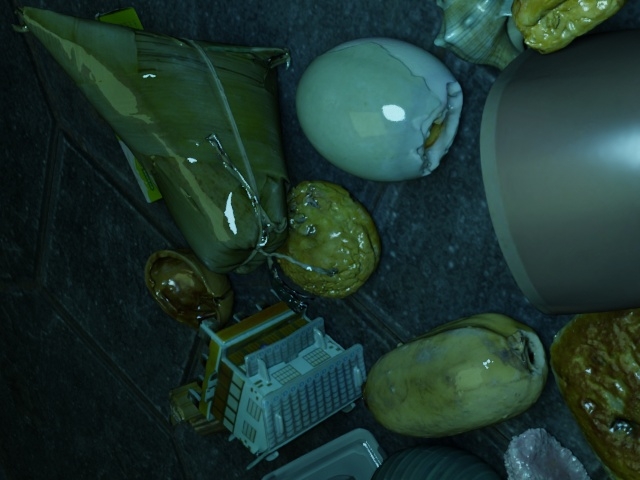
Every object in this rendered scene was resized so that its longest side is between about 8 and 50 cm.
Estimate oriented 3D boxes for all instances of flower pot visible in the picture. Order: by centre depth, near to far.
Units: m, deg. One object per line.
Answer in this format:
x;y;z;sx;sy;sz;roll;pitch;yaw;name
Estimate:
0.181;0.403;1.468;0.243;0.157;0.189;4;116;43;flower pot

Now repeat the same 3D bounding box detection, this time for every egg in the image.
0.064;-0.171;1.240;0.217;0.183;0.183;24;128;24;egg

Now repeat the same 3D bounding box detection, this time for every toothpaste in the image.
-0.307;-0.227;1.669;0.110;0.077;0.327;-18;98;51;toothpaste

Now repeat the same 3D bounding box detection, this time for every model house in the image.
-0.071;0.224;1.582;0.215;0.224;0.198;40;133;28;model house

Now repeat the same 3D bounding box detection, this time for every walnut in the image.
-0.221;0.075;1.744;0.211;0.087;0.167;16;129;42;walnut

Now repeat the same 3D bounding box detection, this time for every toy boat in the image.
-0.191;0.306;1.842;0.310;0.089;0.115;-25;84;49;toy boat

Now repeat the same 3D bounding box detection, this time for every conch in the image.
0.216;-0.252;1.112;0.234;0.114;0.137;23;149;-10;conch

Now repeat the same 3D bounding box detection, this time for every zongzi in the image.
-0.206;-0.099;1.307;0.181;0.418;0.447;-40;49;45;zongzi

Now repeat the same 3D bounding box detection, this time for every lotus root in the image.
0.168;0.199;1.353;0.343;0.169;0.151;-30;82;48;lotus root

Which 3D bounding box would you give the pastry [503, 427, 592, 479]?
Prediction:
0.341;0.380;1.338;0.265;0.103;0.112;53;146;12;pastry

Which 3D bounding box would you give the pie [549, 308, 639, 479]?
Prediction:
0.420;0.197;1.162;0.315;0.092;0.315;22;125;36;pie

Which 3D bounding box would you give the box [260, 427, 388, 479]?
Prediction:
0.016;0.427;1.599;0.162;0.227;0.130;58;152;19;box

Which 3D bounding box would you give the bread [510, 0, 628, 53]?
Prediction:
0.269;-0.270;0.960;0.083;0.211;0.114;49;139;-5;bread

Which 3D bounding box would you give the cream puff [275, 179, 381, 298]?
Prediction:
0.000;0.000;1.447;0.189;0.129;0.189;23;128;32;cream puff

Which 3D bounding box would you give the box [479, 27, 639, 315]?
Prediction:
0.325;-0.075;0.964;0.216;0.301;0.301;-6;108;38;box
